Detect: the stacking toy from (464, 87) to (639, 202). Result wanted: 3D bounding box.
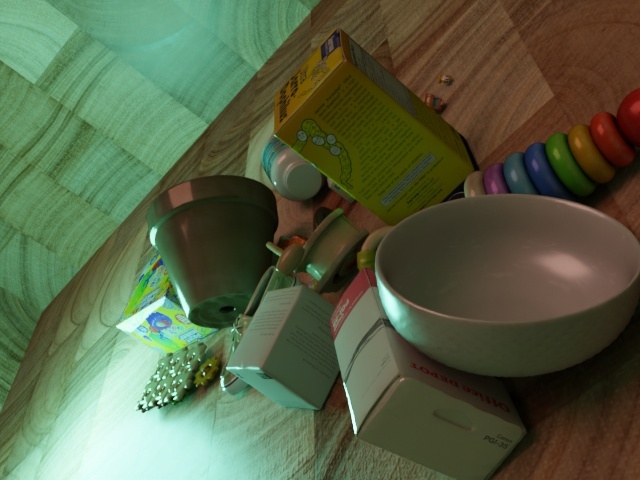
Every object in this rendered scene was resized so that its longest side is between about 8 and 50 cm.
[{"bbox_3d":[0.386,-0.118,1.343,0.330,0.141,0.141,-33,29,28],"label":"stacking toy"}]

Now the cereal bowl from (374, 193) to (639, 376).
[{"bbox_3d":[0.244,0.071,1.175,0.338,0.141,0.339,-4,29,2],"label":"cereal bowl"}]

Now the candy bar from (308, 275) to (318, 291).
[{"bbox_3d":[0.001,0.052,1.997,0.040,0.018,0.161,-37,27,43],"label":"candy bar"}]

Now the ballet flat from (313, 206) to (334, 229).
[{"bbox_3d":[0.020,0.005,1.963,0.058,0.084,0.250,-60,21,27],"label":"ballet flat"}]

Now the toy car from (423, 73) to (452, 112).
[{"bbox_3d":[0.266,-0.338,2.000,0.040,0.060,0.122,6,64,29],"label":"toy car"}]

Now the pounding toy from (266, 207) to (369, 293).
[{"bbox_3d":[0.000,0.000,1.731,0.154,0.155,0.269,-51,-14,8],"label":"pounding toy"}]

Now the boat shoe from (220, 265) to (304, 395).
[{"bbox_3d":[-0.148,0.196,1.980,0.302,0.094,0.109,-60,22,-17],"label":"boat shoe"}]

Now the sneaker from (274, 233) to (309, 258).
[{"bbox_3d":[-0.058,0.023,2.126,0.175,0.064,0.067,-14,59,68],"label":"sneaker"}]

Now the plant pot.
[{"bbox_3d":[-0.240,0.044,2.129,0.323,0.323,0.280,-36,54,37],"label":"plant pot"}]

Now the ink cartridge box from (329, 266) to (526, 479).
[{"bbox_3d":[0.138,0.183,1.246,0.117,0.207,0.283,-57,19,20],"label":"ink cartridge box"}]

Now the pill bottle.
[{"bbox_3d":[-0.067,-0.190,2.329,0.146,0.146,0.264,-51,21,7],"label":"pill bottle"}]

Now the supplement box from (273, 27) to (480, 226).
[{"bbox_3d":[0.104,-0.199,1.706,0.195,0.356,0.194,-45,23,21],"label":"supplement box"}]

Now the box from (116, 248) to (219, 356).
[{"bbox_3d":[-0.370,0.128,2.430,0.290,0.177,0.279,-30,33,46],"label":"box"}]

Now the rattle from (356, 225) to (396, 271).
[{"bbox_3d":[0.174,0.027,1.668,0.199,0.143,0.130,-37,55,1],"label":"rattle"}]

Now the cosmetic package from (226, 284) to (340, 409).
[{"bbox_3d":[-0.051,0.204,1.691,0.151,0.151,0.184,-13,44,59],"label":"cosmetic package"}]

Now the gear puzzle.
[{"bbox_3d":[-0.339,0.343,2.233,0.339,0.044,0.175,-23,35,48],"label":"gear puzzle"}]

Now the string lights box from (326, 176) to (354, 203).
[{"bbox_3d":[0.074,-0.208,2.163,0.133,0.076,0.260,-47,22,17],"label":"string lights box"}]

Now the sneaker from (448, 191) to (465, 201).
[{"bbox_3d":[0.241,-0.021,1.487,0.084,0.097,0.235,-22,37,19],"label":"sneaker"}]
